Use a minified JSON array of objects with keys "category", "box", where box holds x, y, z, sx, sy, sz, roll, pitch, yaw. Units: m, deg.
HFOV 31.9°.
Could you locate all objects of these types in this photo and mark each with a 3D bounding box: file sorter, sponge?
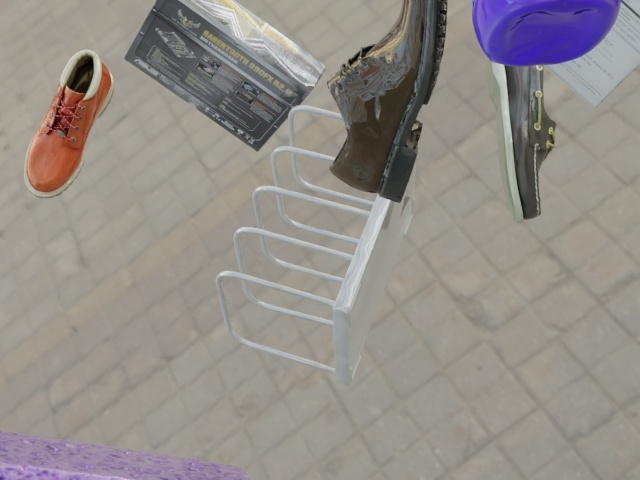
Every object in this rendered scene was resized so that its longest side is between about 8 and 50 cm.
[{"category":"file sorter","box":[0.000,0.000,1.399,0.173,0.193,0.277,15,59,12]},{"category":"sponge","box":[-0.147,0.144,0.675,0.117,0.210,0.031,173,107,-80]}]

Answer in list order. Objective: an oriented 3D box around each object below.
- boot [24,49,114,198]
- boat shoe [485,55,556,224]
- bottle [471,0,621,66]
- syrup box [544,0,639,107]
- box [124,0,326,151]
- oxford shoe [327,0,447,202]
[{"category":"boot","box":[-0.263,-0.121,1.148,0.084,0.059,0.158,123,168,-77]},{"category":"boat shoe","box":[0.234,-0.132,1.273,0.069,0.081,0.227,-6,77,2]},{"category":"bottle","box":[0.137,-0.265,0.754,0.092,0.118,0.283,-4,75,-2]},{"category":"syrup box","box":[0.286,-0.238,0.965,0.237,0.096,0.093,-48,6,26]},{"category":"box","box":[-0.132,-0.238,1.498,0.183,0.231,0.056,-42,17,56]},{"category":"oxford shoe","box":[0.055,-0.145,0.987,0.096,0.227,0.083,16,24,2]}]
